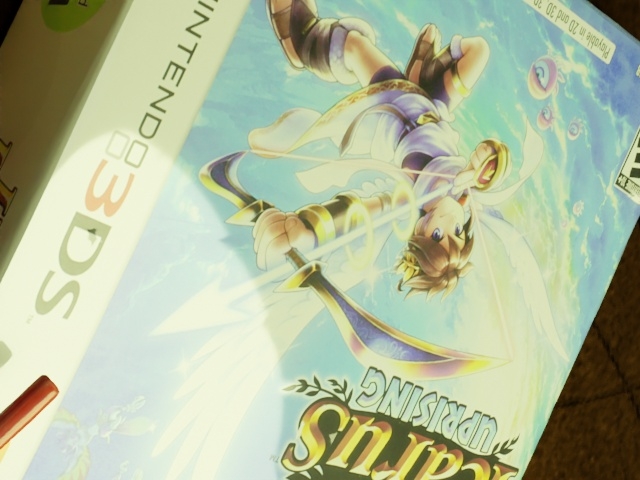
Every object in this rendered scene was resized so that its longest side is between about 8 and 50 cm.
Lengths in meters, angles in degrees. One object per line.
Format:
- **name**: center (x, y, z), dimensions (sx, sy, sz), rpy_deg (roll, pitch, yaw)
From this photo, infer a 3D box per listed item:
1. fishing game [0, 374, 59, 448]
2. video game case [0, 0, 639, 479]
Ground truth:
- **fishing game**: center (-0.198, -0.005, 0.379), dimensions (0.189, 0.041, 0.264), rpy_deg (-45, 114, -18)
- **video game case**: center (0.000, 0.000, 0.549), dimensions (0.269, 0.061, 0.244), rpy_deg (26, 90, -43)
